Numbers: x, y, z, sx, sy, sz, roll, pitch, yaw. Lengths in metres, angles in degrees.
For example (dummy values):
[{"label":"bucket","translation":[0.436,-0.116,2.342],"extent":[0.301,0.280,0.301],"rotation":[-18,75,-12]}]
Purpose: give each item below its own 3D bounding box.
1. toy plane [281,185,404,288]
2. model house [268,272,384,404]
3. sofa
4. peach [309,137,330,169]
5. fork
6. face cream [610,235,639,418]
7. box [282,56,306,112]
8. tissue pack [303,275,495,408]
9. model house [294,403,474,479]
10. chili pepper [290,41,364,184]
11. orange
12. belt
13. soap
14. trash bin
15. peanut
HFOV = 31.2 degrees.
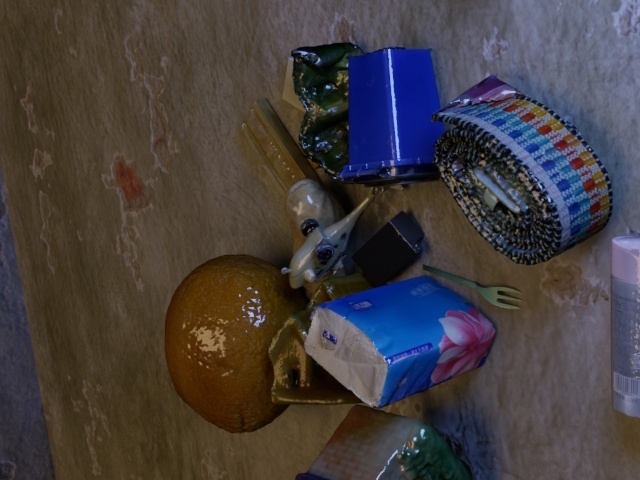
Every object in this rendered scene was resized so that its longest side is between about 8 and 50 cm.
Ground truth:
[{"label":"toy plane","translation":[0.038,-0.015,2.134],"extent":[0.286,0.108,0.092],"rotation":[-52,39,17]},{"label":"model house","translation":[0.038,0.187,2.162],"extent":[0.173,0.268,0.239],"rotation":[8,103,61]},{"label":"sofa","translation":[0.133,0.016,2.136],"extent":[0.085,0.060,0.147],"rotation":[50,137,5]},{"label":"peach","translation":[0.003,-0.187,2.214],"extent":[0.098,0.061,0.098],"rotation":[168,90,-74]},{"label":"fork","translation":[0.257,0.079,2.021],"extent":[0.235,0.021,0.039],"rotation":[18,112,47]},{"label":"face cream","translation":[0.483,0.130,1.717],"extent":[0.107,0.073,0.269],"rotation":[11,109,45]},{"label":"box","translation":[-0.012,-0.287,2.237],"extent":[0.167,0.024,0.090],"rotation":[36,127,39]},{"label":"tissue pack","translation":[0.137,0.164,1.994],"extent":[0.209,0.270,0.137],"rotation":[36,127,40]},{"label":"model house","translation":[0.110,0.501,2.038],"extent":[0.245,0.280,0.312],"rotation":[7,139,48]},{"label":"chili pepper","translation":[0.033,-0.233,2.122],"extent":[0.116,0.148,0.264],"rotation":[-10,96,70]},{"label":"orange","translation":[-0.164,0.212,2.335],"extent":[0.322,0.322,0.356],"rotation":[21,114,46]},{"label":"belt","translation":[0.318,-0.105,1.789],"extent":[0.295,0.161,0.206],"rotation":[45,150,35]},{"label":"soap","translation":[-0.083,-0.171,2.350],"extent":[0.252,0.037,0.092],"rotation":[56,136,23]},{"label":"trash bin","translation":[0.121,-0.212,1.984],"extent":[0.163,0.184,0.234],"rotation":[-3,93,50]},{"label":"peanut","translation":[0.000,0.000,2.240],"extent":[0.124,0.124,0.256],"rotation":[13,120,49]}]
